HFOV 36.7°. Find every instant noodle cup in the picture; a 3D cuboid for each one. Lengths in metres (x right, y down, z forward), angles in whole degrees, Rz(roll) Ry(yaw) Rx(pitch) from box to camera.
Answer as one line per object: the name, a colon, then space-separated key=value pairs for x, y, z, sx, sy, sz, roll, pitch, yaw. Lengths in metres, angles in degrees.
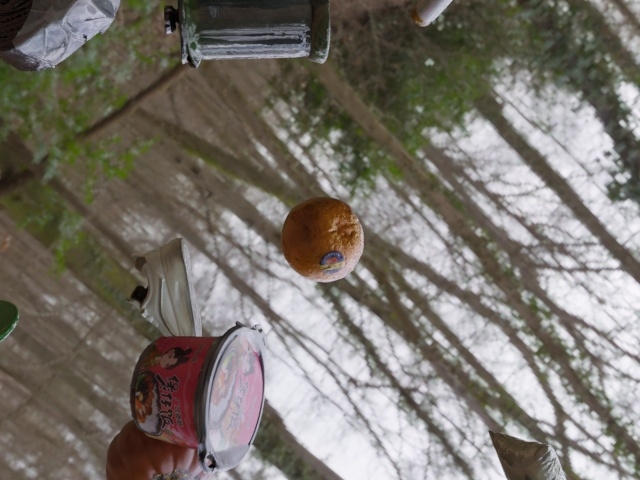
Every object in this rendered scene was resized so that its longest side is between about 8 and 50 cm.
instant noodle cup: x=-0.230 y=0.275 z=1.758 sx=0.181 sy=0.258 sz=0.302 roll=4 pitch=-147 yaw=20

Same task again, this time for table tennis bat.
table tennis bat: x=-0.636 y=0.185 z=1.758 sx=0.160 sy=0.039 sz=0.257 roll=-13 pitch=-151 yaw=0

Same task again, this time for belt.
belt: x=-0.516 y=-0.449 z=1.811 sx=0.289 sy=0.184 sz=0.164 roll=-30 pitch=156 yaw=10

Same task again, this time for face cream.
face cream: x=0.240 y=-0.493 z=1.926 sx=0.182 sy=0.051 sz=0.072 roll=-41 pitch=-154 yaw=61

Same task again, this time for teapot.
teapot: x=-0.159 y=-0.495 z=2.021 sx=0.200 sy=0.337 sz=0.270 roll=139 pitch=-54 yaw=-80

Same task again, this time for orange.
orange: x=0.003 y=-0.001 z=1.972 sx=0.177 sy=0.177 sz=0.155 roll=-55 pitch=-166 yaw=-22

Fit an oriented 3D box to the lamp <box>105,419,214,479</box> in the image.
lamp: x=-0.311 y=0.433 z=1.899 sx=0.223 sy=0.223 sz=0.196 roll=-44 pitch=-138 yaw=17

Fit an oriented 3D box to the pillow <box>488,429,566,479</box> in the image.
pillow: x=0.347 y=0.408 z=1.503 sx=0.078 sy=0.254 sz=0.144 roll=-31 pitch=-164 yaw=-18

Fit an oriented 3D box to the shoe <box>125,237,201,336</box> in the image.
shoe: x=-0.358 y=0.149 z=2.182 sx=0.159 sy=0.316 sz=0.124 roll=-4 pitch=-162 yaw=-3
